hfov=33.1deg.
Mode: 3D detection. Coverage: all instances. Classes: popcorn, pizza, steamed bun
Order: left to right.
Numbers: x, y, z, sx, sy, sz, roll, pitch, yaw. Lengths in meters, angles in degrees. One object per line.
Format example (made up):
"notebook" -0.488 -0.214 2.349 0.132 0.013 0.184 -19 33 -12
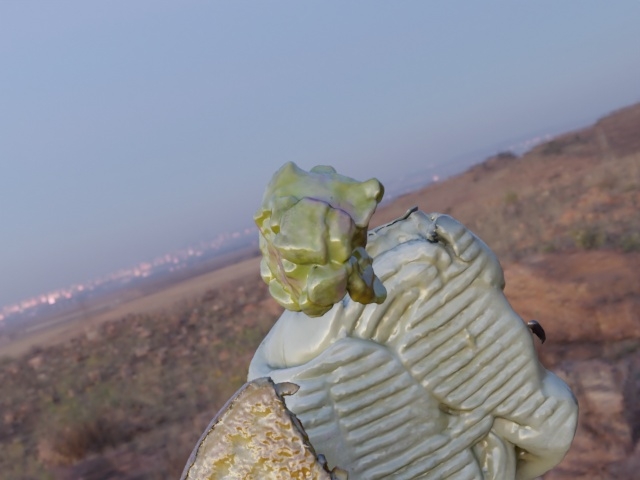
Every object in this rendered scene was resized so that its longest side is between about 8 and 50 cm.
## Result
"pizza" -0.021 0.226 0.899 0.188 0.199 0.062 -61 -7 -1
"popcorn" -0.002 -0.001 0.731 0.089 0.109 0.097 -11 -37 -26
"steamed bun" 0.083 0.162 1.161 0.346 0.394 0.237 11 -2 -21
